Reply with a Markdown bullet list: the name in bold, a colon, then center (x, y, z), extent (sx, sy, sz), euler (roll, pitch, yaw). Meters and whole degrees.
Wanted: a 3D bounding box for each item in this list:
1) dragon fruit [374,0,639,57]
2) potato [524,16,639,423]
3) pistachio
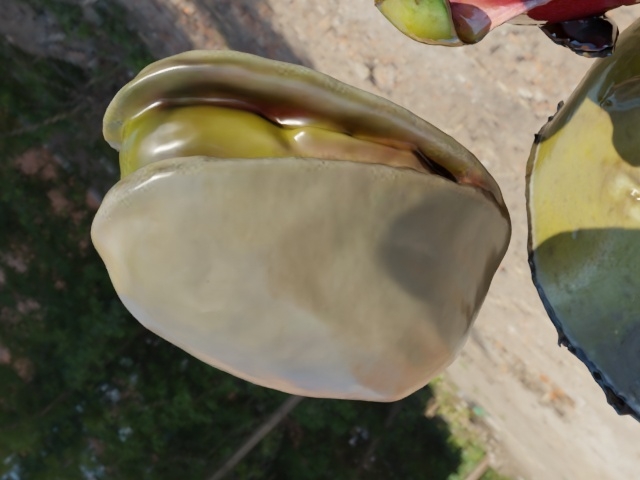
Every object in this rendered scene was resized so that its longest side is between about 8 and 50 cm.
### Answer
- **dragon fruit**: center (0.133, -0.242, 0.625), extent (0.305, 0.305, 0.225), euler (50, -156, -26)
- **potato**: center (0.372, -0.026, 0.928), extent (0.296, 0.290, 0.397), euler (-44, 63, 54)
- **pistachio**: center (0.000, 0.000, 0.623), extent (0.288, 0.197, 0.166), euler (27, -134, -48)
